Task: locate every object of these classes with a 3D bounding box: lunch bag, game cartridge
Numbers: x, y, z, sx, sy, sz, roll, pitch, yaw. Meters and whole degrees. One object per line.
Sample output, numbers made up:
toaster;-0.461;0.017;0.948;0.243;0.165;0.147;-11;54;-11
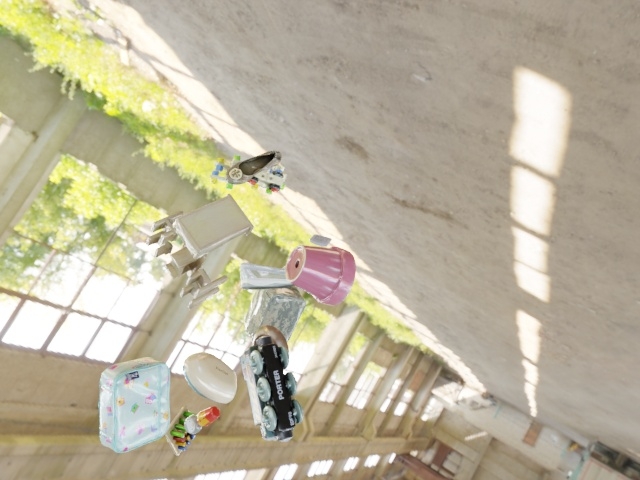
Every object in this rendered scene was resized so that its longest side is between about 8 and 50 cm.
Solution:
lunch bag;-0.595;0.524;1.720;0.108;0.279;0.224;7;-174;40
game cartridge;0.000;0.000;2.201;0.083;0.056;0.017;15;125;22
lunch bag;-0.235;0.316;2.525;0.212;0.305;0.256;12;-159;-35

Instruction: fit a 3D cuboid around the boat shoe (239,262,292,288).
boat shoe;-0.163;0.131;2.048;0.320;0.103;0.118;-2;168;-32

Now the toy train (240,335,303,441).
toy train;-0.165;0.485;1.720;0.142;0.334;0.190;-5;160;-32

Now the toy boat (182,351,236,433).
toy boat;-0.453;0.591;2.065;0.267;0.148;0.318;45;-158;-30

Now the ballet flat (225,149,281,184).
ballet flat;-0.244;-0.279;1.966;0.084;0.250;0.058;57;148;8

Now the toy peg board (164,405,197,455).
toy peg board;-0.619;0.883;2.437;0.079;0.161;0.161;3;124;25

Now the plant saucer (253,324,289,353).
plant saucer;-0.219;0.458;2.228;0.198;0.199;0.036;26;-159;31

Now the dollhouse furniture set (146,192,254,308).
dollhouse furniture set;-0.297;0.011;1.338;0.212;0.161;0.242;53;141;8

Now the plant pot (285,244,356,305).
plant pot;-0.010;0.101;1.768;0.180;0.201;0.201;20;178;-28

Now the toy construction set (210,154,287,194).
toy construction set;-0.271;-0.261;2.176;0.327;0.151;0.215;0;177;-32
